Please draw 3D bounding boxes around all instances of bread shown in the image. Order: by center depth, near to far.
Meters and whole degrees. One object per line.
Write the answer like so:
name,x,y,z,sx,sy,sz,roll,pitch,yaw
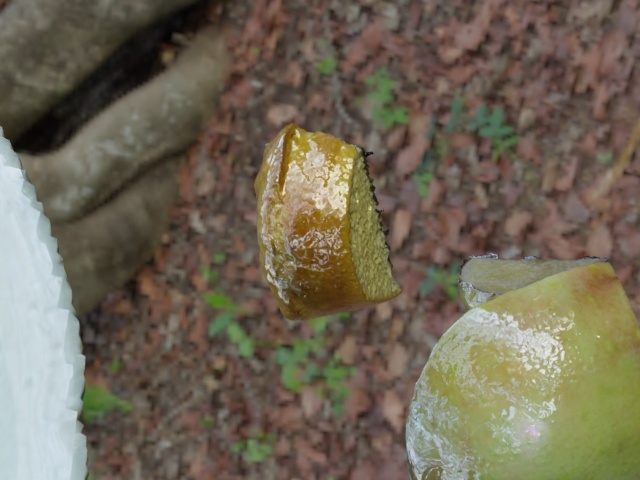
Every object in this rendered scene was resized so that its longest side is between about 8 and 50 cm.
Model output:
bread,-0.001,0.010,1.592,0.129,0.260,0.134,1,45,22

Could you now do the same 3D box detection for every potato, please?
potato,0.243,0.074,1.692,0.100,0.172,0.089,-56,-39,-59

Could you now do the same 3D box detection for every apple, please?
apple,0.165,0.156,1.082,0.120,0.193,0.265,-125,16,-48

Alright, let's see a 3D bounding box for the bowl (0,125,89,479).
bowl,-0.297,0.069,0.400,0.196,0.435,0.434,-55,39,43
